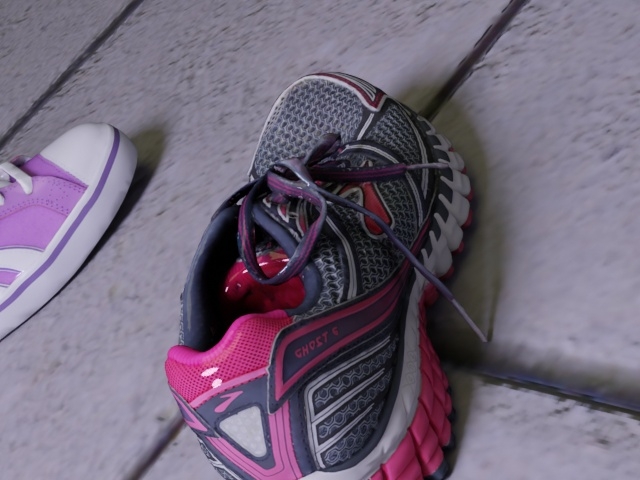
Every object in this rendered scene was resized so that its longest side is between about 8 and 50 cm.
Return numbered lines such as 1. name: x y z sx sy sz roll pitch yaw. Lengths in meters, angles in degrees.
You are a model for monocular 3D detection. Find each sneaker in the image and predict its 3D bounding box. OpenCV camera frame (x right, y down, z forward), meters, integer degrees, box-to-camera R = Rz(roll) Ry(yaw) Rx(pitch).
1. sneaker: 0.000 0.000 0.684 0.120 0.112 0.299 -29 30 18
2. sneaker: -0.254 -0.008 0.942 0.282 0.161 0.102 -45 28 -14
